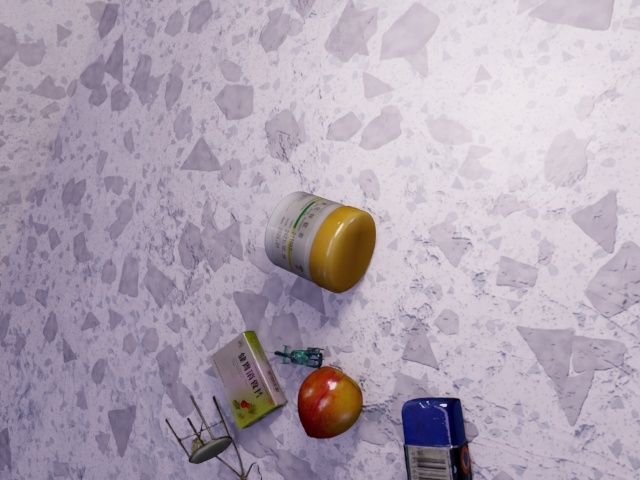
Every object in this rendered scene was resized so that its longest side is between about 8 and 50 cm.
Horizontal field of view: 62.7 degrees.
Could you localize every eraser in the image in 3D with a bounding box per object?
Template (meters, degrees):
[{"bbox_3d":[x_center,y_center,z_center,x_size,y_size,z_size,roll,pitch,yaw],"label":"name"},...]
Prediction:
[{"bbox_3d":[0.295,0.572,1.330,0.155,0.101,0.332,-11,79,32],"label":"eraser"}]

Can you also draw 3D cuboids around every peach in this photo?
[{"bbox_3d":[0.018,0.454,1.461,0.197,0.197,0.197,-3,85,32],"label":"peach"}]

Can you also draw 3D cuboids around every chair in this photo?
[{"bbox_3d":[-0.343,0.667,1.683,0.160,0.170,0.325,-41,62,8],"label":"chair"}]

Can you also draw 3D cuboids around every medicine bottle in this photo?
[{"bbox_3d":[0.000,0.000,1.473,0.232,0.238,0.238,21,97,31],"label":"medicine bottle"}]

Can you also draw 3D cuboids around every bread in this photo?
[{"bbox_3d":[-0.419,0.718,1.797,0.049,0.034,0.088,-3,82,27],"label":"bread"}]

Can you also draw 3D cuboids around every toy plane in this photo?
[{"bbox_3d":[-0.066,0.351,1.575,0.235,0.096,0.060,-5,81,49],"label":"toy plane"}]

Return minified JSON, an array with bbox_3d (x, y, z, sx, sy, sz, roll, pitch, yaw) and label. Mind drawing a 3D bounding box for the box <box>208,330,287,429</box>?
[{"bbox_3d":[-0.237,0.447,1.689,0.175,0.062,0.260,-39,67,23],"label":"box"}]
